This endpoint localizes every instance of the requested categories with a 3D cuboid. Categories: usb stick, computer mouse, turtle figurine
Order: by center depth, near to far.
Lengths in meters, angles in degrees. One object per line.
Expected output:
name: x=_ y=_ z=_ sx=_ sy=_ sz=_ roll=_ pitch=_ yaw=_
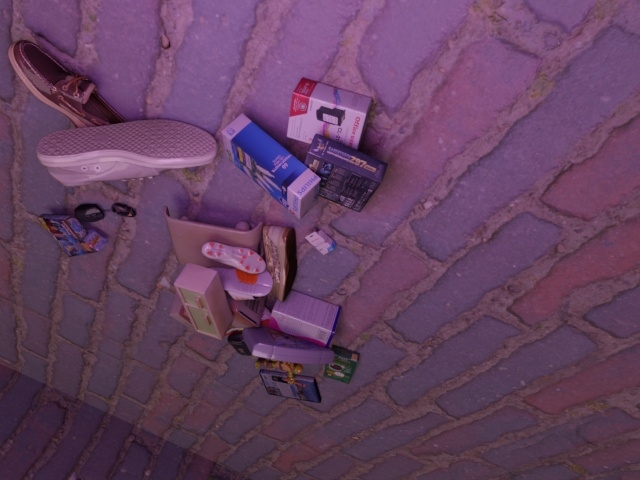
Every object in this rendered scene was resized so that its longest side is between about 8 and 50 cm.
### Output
computer mouse: x=-0.725 y=-0.088 z=1.689 sx=0.242 sy=0.041 sz=0.071 roll=-1 pitch=132 yaw=21
usb stick: x=-0.299 y=0.401 z=1.939 sx=0.077 sy=0.045 sz=0.278 roll=-4 pitch=159 yaw=-2
turtle figurine: x=-0.156 y=0.480 z=2.006 sx=0.217 sy=0.087 sz=0.269 roll=13 pitch=145 yaw=18

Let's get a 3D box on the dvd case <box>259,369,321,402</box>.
dvd case: x=-0.130 y=0.635 z=2.198 sx=0.253 sy=0.022 sz=0.180 roll=4 pitch=135 yaw=17

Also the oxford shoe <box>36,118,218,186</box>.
oxford shoe: x=-0.494 y=-0.221 z=1.329 sx=0.449 sy=0.169 sz=0.130 roll=-5 pitch=139 yaw=-6

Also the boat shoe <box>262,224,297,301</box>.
boat shoe: x=-0.131 y=0.070 z=1.585 sx=0.089 sy=0.104 sz=0.285 roll=14 pitch=126 yaw=14

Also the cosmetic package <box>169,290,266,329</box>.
cosmetic package: x=-0.361 y=0.228 z=1.781 sx=0.296 sy=0.129 sz=0.153 roll=-8 pitch=146 yaw=28

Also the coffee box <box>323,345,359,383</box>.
coffee box: x=0.079 y=0.481 z=1.950 sx=0.113 sy=0.040 sz=0.184 roll=16 pitch=137 yaw=5

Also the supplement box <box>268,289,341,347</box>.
supplement box: x=-0.054 y=0.264 z=1.732 sx=0.220 sy=0.114 sz=0.111 roll=19 pitch=138 yaw=0

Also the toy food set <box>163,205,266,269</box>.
toy food set: x=-0.326 y=-0.003 z=1.579 sx=0.306 sy=0.092 sz=0.220 roll=10 pitch=140 yaw=5

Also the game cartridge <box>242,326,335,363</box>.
game cartridge: x=-0.107 y=0.363 z=1.748 sx=0.297 sy=0.062 sz=0.198 roll=11 pitch=-178 yaw=-23

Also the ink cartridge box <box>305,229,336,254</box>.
ink cartridge box: x=0.000 y=0.000 z=1.508 sx=0.048 sy=0.028 sz=0.083 roll=-28 pitch=119 yaw=39

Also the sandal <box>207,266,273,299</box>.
sandal: x=-0.259 y=0.136 z=1.579 sx=0.265 sy=0.102 sz=0.076 roll=5 pitch=141 yaw=23

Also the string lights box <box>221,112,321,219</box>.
string lights box: x=-0.120 y=-0.180 z=1.247 sx=0.259 sy=0.077 sz=0.133 roll=41 pitch=162 yaw=11

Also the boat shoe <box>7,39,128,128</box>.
boat shoe: x=-0.628 y=-0.382 z=1.310 sx=0.123 sy=0.123 sz=0.342 roll=-19 pitch=129 yaw=25

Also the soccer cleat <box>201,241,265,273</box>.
soccer cleat: x=-0.258 y=0.048 z=1.505 sx=0.196 sy=0.068 sz=0.076 roll=20 pitch=168 yaw=-18

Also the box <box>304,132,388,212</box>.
box: x=0.047 y=-0.159 z=1.244 sx=0.183 sy=0.059 sz=0.233 roll=21 pitch=163 yaw=-2

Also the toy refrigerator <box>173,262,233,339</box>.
toy refrigerator: x=-0.352 y=0.194 z=1.540 sx=0.102 sy=0.094 sz=0.269 roll=15 pitch=142 yaw=15

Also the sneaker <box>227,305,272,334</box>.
sneaker: x=-0.279 y=0.315 z=1.881 sx=0.279 sy=0.107 sz=0.118 roll=-17 pitch=136 yaw=37

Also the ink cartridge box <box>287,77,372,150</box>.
ink cartridge box: x=0.020 y=-0.287 z=1.182 sx=0.175 sy=0.072 sz=0.127 roll=17 pitch=137 yaw=4

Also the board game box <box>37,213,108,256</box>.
board game box: x=-0.858 y=-0.021 z=1.779 sx=0.194 sy=0.060 sz=0.194 roll=4 pitch=135 yaw=24
